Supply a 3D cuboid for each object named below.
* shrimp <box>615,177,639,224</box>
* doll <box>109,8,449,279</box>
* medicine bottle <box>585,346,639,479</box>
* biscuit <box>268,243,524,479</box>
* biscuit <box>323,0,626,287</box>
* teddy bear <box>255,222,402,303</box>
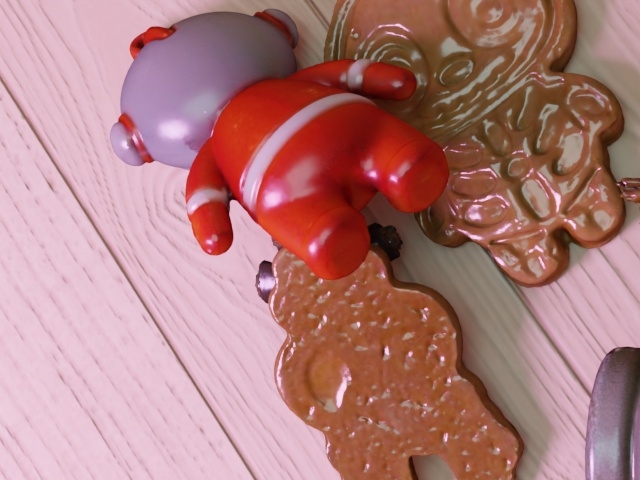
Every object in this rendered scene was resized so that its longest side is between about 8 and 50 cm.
[{"bbox_3d":[0.322,-0.053,1.247,0.236,0.053,0.133,-2,84,19],"label":"shrimp"},{"bbox_3d":[-0.051,-0.085,1.344,0.200,0.105,0.336,-41,45,-13],"label":"doll"},{"bbox_3d":[0.342,0.142,1.160,0.322,0.151,0.151,0,83,22],"label":"medicine bottle"},{"bbox_3d":[0.043,0.100,1.318,0.144,0.040,0.236,-28,92,8],"label":"biscuit"},{"bbox_3d":[0.115,-0.103,1.347,0.202,0.044,0.289,-31,71,16],"label":"biscuit"},{"bbox_3d":[-0.004,-0.003,1.361,0.119,0.078,0.160,-23,74,14],"label":"teddy bear"}]
